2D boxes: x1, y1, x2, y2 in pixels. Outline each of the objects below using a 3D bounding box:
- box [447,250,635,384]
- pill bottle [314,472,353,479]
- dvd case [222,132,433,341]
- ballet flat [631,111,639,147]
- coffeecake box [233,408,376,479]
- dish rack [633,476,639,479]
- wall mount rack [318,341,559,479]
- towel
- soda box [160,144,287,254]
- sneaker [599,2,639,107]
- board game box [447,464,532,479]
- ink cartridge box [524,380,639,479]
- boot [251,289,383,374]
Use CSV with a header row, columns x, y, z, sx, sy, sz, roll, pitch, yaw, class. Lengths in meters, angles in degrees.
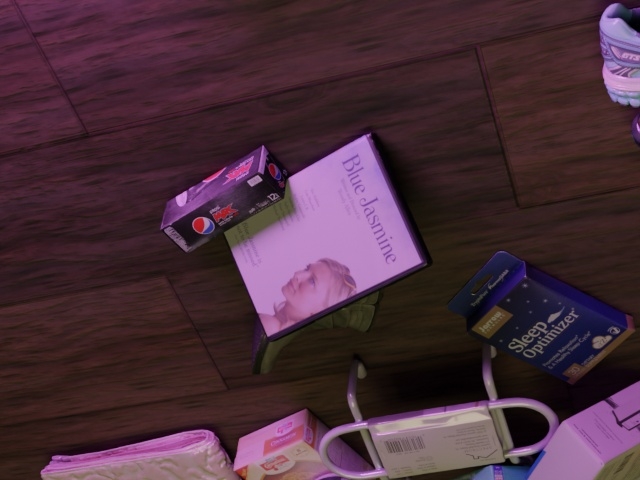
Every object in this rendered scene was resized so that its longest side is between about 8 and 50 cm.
x,y,z,sx,sy,sz,roll,pitch,yaw,class
0.301,0.110,1.543,0.225,0.036,0.136,27,129,-15,box
0.025,0.451,1.681,0.103,0.184,0.103,2,131,2,pill bottle
0.000,0.000,1.410,0.253,0.022,0.180,-28,80,26,dvd case
0.461,-0.130,1.299,0.203,0.074,0.074,-3,131,1,ballet flat
-0.023,0.367,1.781,0.142,0.068,0.185,-28,123,28,coffeecake box
0.640,0.364,1.710,0.333,0.072,0.285,26,130,-15,dish rack
0.186,0.291,1.662,0.350,0.130,0.304,-11,126,15,wall mount rack
-0.262,0.457,1.898,0.317,0.053,0.332,-11,129,16,towel
-0.124,-0.051,1.427,0.169,0.060,0.053,-28,124,26,soda box
0.432,-0.232,1.179,0.283,0.110,0.122,-16,125,19,sneaker
0.301,0.381,1.698,0.210,0.047,0.160,7,155,-26,board game box
0.410,0.293,1.590,0.203,0.086,0.148,-18,144,-35,ink cartridge box
-0.003,0.112,1.549,0.161,0.083,0.246,11,132,-11,boot
